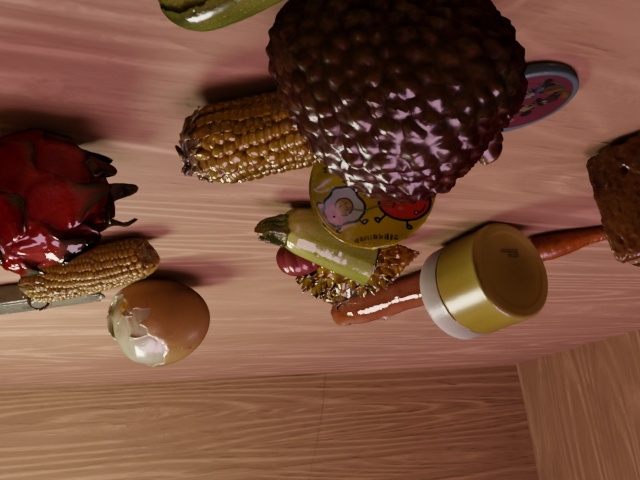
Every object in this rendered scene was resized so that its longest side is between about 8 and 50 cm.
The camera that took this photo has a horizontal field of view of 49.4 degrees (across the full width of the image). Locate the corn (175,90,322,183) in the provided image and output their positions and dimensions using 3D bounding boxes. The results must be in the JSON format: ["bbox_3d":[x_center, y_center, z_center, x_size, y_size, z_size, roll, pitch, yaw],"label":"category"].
[{"bbox_3d":[-0.030,-0.142,0.885,0.317,0.115,0.115,-10,161,7],"label":"corn"}]

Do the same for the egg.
[{"bbox_3d":[-0.364,0.186,1.602,0.201,0.201,0.244,-23,168,41],"label":"egg"}]

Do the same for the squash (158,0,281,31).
[{"bbox_3d":[-0.015,-0.259,0.566,0.340,0.095,0.094,-21,156,36],"label":"squash"}]

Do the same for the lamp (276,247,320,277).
[{"bbox_3d":[-0.037,0.029,1.404,0.107,0.093,0.107,-22,-168,5],"label":"lamp"}]

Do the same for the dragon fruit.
[{"bbox_3d":[-0.365,-0.053,0.915,0.274,0.193,0.192,-29,179,-38],"label":"dragon fruit"}]

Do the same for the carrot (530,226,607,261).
[{"bbox_3d":[0.594,0.001,1.602,0.256,0.061,0.061,-13,161,8],"label":"carrot"}]

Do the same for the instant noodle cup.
[{"bbox_3d":[0.079,-0.067,1.059,0.182,0.182,0.144,-8,170,3],"label":"instant noodle cup"}]

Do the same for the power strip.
[{"bbox_3d":[-0.615,0.121,1.551,0.271,0.052,0.078,-9,161,3],"label":"power strip"}]

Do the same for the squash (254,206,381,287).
[{"bbox_3d":[0.010,-0.012,1.294,0.287,0.137,0.137,23,147,-39],"label":"squash"}]

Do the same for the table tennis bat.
[{"bbox_3d":[0.242,-0.179,0.983,0.244,0.040,0.152,-24,156,31],"label":"table tennis bat"}]

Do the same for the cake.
[{"bbox_3d":[0.609,-0.066,1.205,0.196,0.199,0.293,-26,158,33],"label":"cake"}]

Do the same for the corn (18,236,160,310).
[{"bbox_3d":[-0.452,0.059,1.350,0.292,0.107,0.106,-13,161,15],"label":"corn"}]

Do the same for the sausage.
[{"bbox_3d":[0.188,0.152,1.850,0.418,0.094,0.094,-21,135,38],"label":"sausage"}]

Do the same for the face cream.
[{"bbox_3d":[0.358,0.091,1.527,0.218,0.218,0.179,5,157,-31],"label":"face cream"}]

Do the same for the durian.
[{"bbox_3d":[0.051,0.083,1.569,0.191,0.112,0.341,5,160,-37],"label":"durian"}]

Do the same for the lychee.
[{"bbox_3d":[0.076,-0.157,0.701,0.271,0.236,0.236,24,150,-22],"label":"lychee"}]
